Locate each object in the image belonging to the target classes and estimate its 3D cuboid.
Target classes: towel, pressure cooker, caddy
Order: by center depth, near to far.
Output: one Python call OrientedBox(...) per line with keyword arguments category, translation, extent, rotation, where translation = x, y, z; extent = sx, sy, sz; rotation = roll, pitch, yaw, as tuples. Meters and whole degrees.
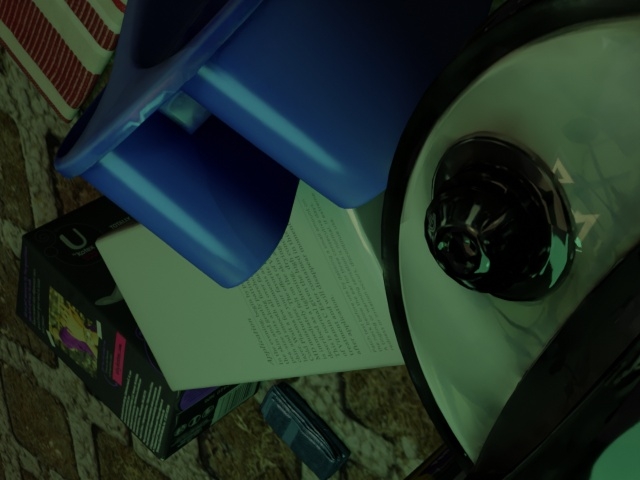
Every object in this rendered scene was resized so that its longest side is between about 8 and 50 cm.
OrientedBox(category="pressure cooker", translation=(0.236, 0.007, 0.543), extent=(0.376, 0.420, 0.369), rotation=(7, 118, 43))
OrientedBox(category="caddy", translation=(-0.035, -0.138, 0.683), extent=(0.179, 0.341, 0.241), rotation=(44, 129, -18))
OrientedBox(category="towel", translation=(-0.299, -0.304, 1.206), extent=(0.237, 0.037, 0.329), rotation=(52, 142, 4))
OrientedBox(category="towel", translation=(-0.022, 0.225, 1.260), extent=(0.119, 0.029, 0.067), rotation=(45, 140, 16))

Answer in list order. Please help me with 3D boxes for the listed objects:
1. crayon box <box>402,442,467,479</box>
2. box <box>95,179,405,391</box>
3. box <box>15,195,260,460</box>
OrientedBox(category="crayon box", translation=(0.119, 0.208, 0.837), extent=(0.106, 0.363, 0.313), rotation=(48, 140, 12))
OrientedBox(category="box", translation=(0.000, 0.000, 0.945), extent=(0.345, 0.215, 0.168), rotation=(-14, 104, 50))
OrientedBox(category="box", translation=(-0.204, 0.089, 1.255), extent=(0.270, 0.165, 0.143), rotation=(41, 138, 20))
